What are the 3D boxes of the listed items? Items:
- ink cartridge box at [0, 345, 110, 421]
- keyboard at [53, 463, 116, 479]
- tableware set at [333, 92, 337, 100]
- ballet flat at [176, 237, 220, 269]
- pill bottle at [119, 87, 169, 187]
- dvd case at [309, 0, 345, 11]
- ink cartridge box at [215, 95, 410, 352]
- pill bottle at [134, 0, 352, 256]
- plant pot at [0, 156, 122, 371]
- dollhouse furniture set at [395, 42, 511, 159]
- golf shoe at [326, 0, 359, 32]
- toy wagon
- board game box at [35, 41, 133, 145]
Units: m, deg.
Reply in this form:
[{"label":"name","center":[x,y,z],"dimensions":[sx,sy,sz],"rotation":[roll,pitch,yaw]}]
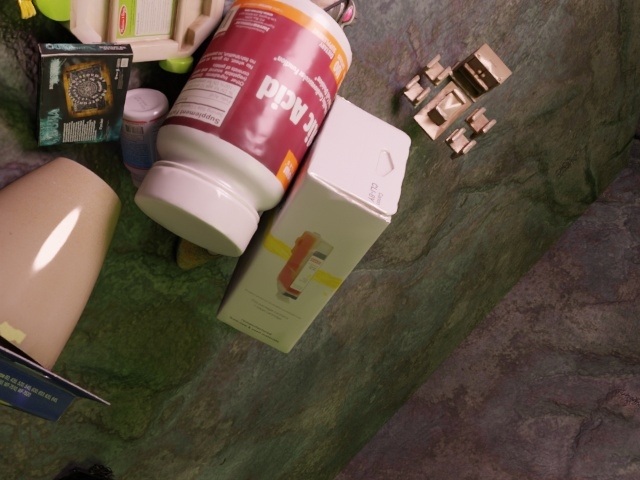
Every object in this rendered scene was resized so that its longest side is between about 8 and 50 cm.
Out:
[{"label":"ink cartridge box","center":[-0.523,0.192,1.042],"dimensions":[0.072,0.307,0.304],"rotation":[-68,154,-21]},{"label":"keyboard","center":[-0.539,0.556,1.654],"dimensions":[0.100,0.038,0.192],"rotation":[-27,148,2]},{"label":"tableware set","center":[-0.013,-0.285,1.498],"dimensions":[0.141,0.020,0.169],"rotation":[-47,148,-10]},{"label":"ballet flat","center":[-0.172,-0.067,1.416],"dimensions":[0.349,0.123,0.123],"rotation":[-58,149,9]},{"label":"pill bottle","center":[-0.293,-0.167,1.183],"dimensions":[0.087,0.087,0.160],"rotation":[-30,143,-33]},{"label":"dvd case","center":[0.030,-0.523,1.249],"dimensions":[0.253,0.022,0.180],"rotation":[-37,122,-25]},{"label":"ink cartridge box","center":[-0.016,-0.028,1.273],"dimensions":[0.385,0.160,0.279],"rotation":[-54,-168,38]},{"label":"pill bottle","center":[-0.124,-0.188,1.137],"dimensions":[0.392,0.224,0.224],"rotation":[-64,152,-15]},{"label":"plant pot","center":[-0.437,0.015,1.066],"dimensions":[0.274,0.256,0.256],"rotation":[-59,153,-24]},{"label":"dollhouse furniture set","center":[0.325,-0.347,1.725],"dimensions":[0.242,0.212,0.161],"rotation":[-44,-175,-12]},{"label":"golf shoe","center":[-0.041,-0.358,1.335],"dimensions":[0.120,0.105,0.273],"rotation":[19,100,-42]},{"label":"toy wagon","center":[-0.282,-0.371,1.014],"dimensions":[0.344,0.068,0.267],"rotation":[-19,135,-42]},{"label":"board game box","center":[-0.352,-0.212,1.034],"dimensions":[0.126,0.026,0.186],"rotation":[-8,150,-29]}]
